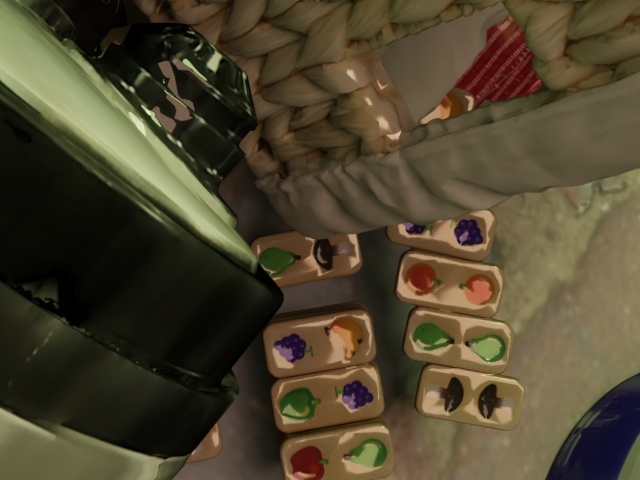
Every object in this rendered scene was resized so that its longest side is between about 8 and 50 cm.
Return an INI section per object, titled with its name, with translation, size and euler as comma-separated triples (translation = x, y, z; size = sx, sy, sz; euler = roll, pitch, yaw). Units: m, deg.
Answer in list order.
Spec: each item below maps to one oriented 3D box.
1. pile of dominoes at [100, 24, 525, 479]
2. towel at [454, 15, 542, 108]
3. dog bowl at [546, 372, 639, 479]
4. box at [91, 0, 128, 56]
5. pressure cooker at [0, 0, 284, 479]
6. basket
[pile of dominoes]
translation = 0.000, 0.000, 0.735
size = 0.196, 0.040, 0.251
euler = -9, 96, -4
[towel]
translation = 0.108, -0.214, 0.803
size = 0.329, 0.037, 0.237
euler = -42, 88, -11
[dog bowl]
translation = 0.263, 0.202, 0.859
size = 0.265, 0.104, 0.265
euler = 3, 83, -26
[box]
translation = -0.140, -0.096, 0.739
size = 0.083, 0.018, 0.067
euler = -9, 89, -27
[pressure cooker]
translation = -0.218, 0.004, 0.452
size = 0.420, 0.370, 0.375
euler = -49, 130, 1
[basket]
translation = 0.089, -0.209, 0.552
size = 0.266, 0.328, 0.331
euler = 49, 61, -18
